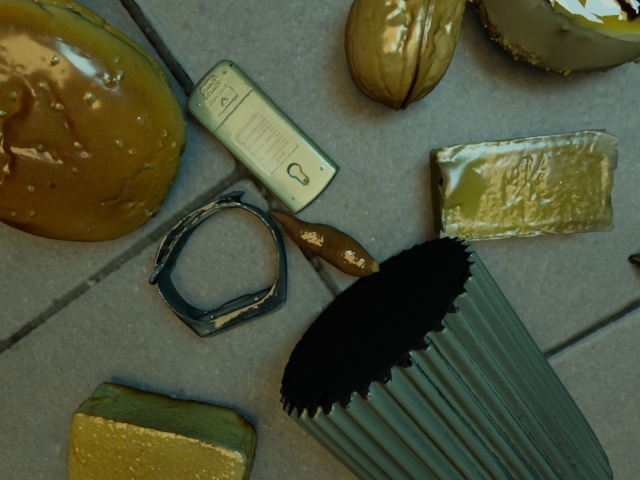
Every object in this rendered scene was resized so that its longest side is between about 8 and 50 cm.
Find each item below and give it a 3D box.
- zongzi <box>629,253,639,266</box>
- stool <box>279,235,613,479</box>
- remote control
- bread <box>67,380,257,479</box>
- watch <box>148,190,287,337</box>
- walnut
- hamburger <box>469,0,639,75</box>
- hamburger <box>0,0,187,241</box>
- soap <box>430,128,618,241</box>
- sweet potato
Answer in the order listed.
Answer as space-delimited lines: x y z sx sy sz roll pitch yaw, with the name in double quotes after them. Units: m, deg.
0.510 0.032 0.600 0.083 0.067 0.074 32 89 -20 "zongzi"
0.162 0.212 0.537 0.297 0.297 0.330 -39 100 9 "stool"
-0.083 -0.149 0.608 0.233 0.038 0.098 44 100 -5 "remote control"
-0.247 0.350 0.671 0.274 0.114 0.185 13 104 3 "bread"
-0.153 0.038 0.633 0.206 0.068 0.193 -21 94 4 "watch"
0.102 -0.258 0.527 0.144 0.144 0.180 7 105 3 "walnut"
0.324 -0.341 0.478 0.294 0.179 0.276 -42 92 13 "hamburger"
-0.331 -0.141 0.538 0.314 0.170 0.290 30 111 -30 "hamburger"
0.274 -0.075 0.578 0.233 0.076 0.135 -5 101 4 "soap"
0.000 0.000 0.620 0.194 0.056 0.057 26 101 10 "sweet potato"
